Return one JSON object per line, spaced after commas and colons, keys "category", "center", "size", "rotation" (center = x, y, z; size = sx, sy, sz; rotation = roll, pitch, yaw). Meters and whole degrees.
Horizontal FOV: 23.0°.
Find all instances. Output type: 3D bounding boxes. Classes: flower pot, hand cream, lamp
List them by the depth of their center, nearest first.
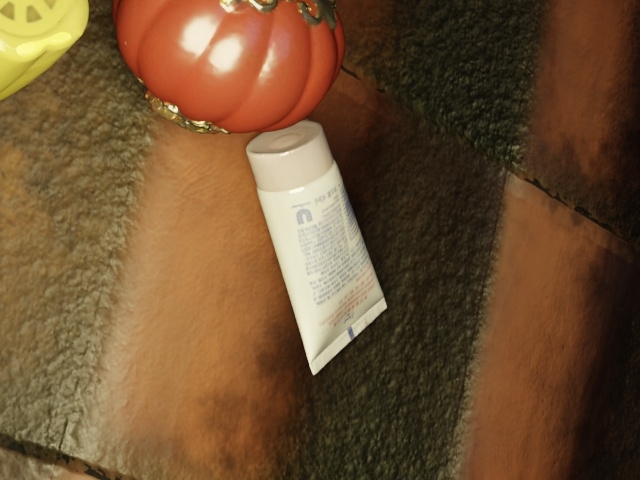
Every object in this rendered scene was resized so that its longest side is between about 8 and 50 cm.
{"category": "flower pot", "center": [-0.291, -0.202, 1.301], "size": [0.195, 0.179, 0.195], "rotation": [5, 82, -40]}
{"category": "lamp", "center": [-0.088, -0.194, 1.474], "size": [0.227, 0.227, 0.227], "rotation": [5, 83, -42]}
{"category": "hand cream", "center": [0.000, 0.000, 1.626], "size": [0.133, 0.083, 0.248], "rotation": [-36, 121, -38]}
